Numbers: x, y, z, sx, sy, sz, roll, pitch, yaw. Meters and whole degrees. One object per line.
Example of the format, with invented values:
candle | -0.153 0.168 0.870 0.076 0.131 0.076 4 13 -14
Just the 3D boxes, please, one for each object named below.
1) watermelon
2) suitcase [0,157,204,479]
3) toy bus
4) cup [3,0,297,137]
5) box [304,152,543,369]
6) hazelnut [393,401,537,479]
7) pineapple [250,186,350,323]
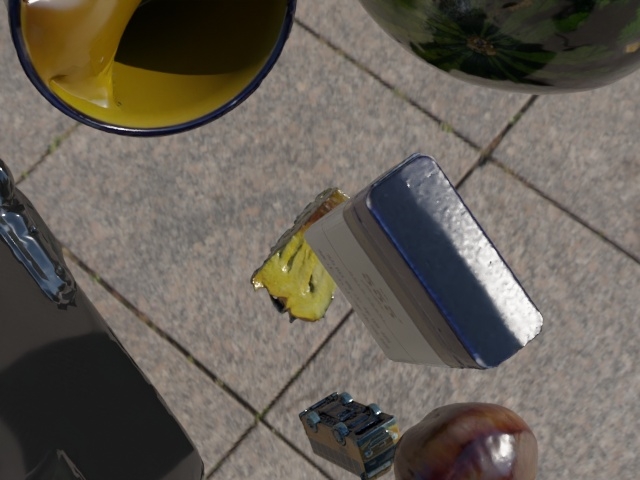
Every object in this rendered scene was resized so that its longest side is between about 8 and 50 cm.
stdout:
watermelon | 0.145 -0.249 0.622 0.285 0.285 0.285 0 68 1
suitcase | -0.235 0.157 0.532 0.188 0.345 0.339 -27 107 21
toy bus | 0.053 0.321 1.438 0.091 0.182 0.103 -26 106 -28
cup | -0.120 -0.241 0.611 0.255 0.178 0.256 -47 45 13
box | 0.075 0.027 0.769 0.071 0.259 0.168 -35 92 -14
hazelnut | 0.194 0.300 1.205 0.204 0.178 0.178 -26 69 -23
pineapple | 0.000 0.000 1.249 0.114 0.186 0.236 36 53 -13
